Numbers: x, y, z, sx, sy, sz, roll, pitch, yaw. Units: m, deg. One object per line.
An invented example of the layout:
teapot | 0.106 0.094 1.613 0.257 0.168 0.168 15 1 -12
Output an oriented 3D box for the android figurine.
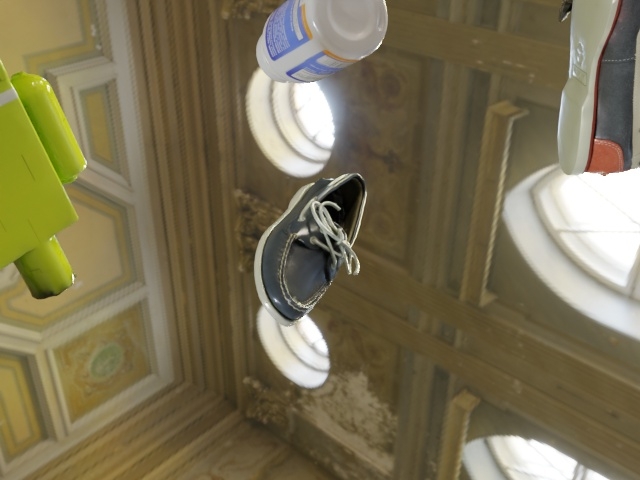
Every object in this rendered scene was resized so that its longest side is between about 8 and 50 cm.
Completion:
android figurine | -0.301 -0.048 0.557 0.248 0.056 0.273 -43 -53 -35

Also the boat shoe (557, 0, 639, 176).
boat shoe | 0.148 -0.094 0.351 0.049 0.043 0.137 -89 -4 -58

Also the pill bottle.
pill bottle | -0.012 -0.368 1.283 0.152 0.272 0.152 1 -92 -28

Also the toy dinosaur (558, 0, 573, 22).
toy dinosaur | 0.436 -0.438 1.016 0.218 0.164 0.322 74 -153 -53

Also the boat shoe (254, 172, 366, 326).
boat shoe | 0.000 0.000 0.820 0.095 0.079 0.254 56 -150 -16
